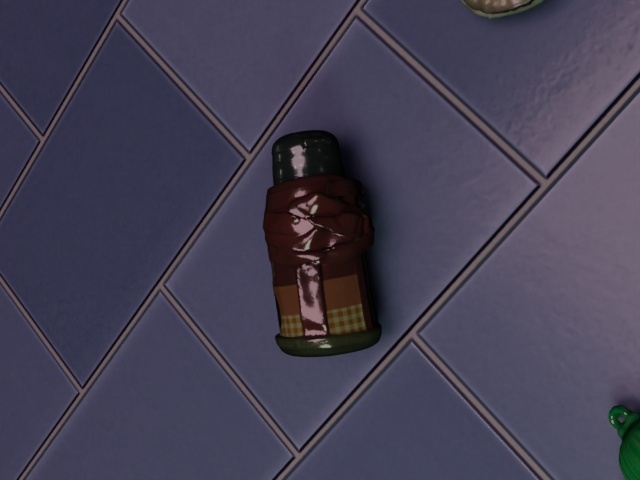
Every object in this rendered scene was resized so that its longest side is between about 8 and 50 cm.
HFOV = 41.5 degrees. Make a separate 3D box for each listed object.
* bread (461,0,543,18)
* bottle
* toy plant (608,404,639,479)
[{"bbox_3d":[0.180,-0.355,0.954,0.232,0.064,0.172,35,109,23],"label":"bread"},{"bbox_3d":[0.000,0.000,1.045,0.156,0.143,0.271,179,83,-70],"label":"bottle"},{"bbox_3d":[0.368,0.256,0.864,0.200,0.105,0.143,43,129,40],"label":"toy plant"}]
